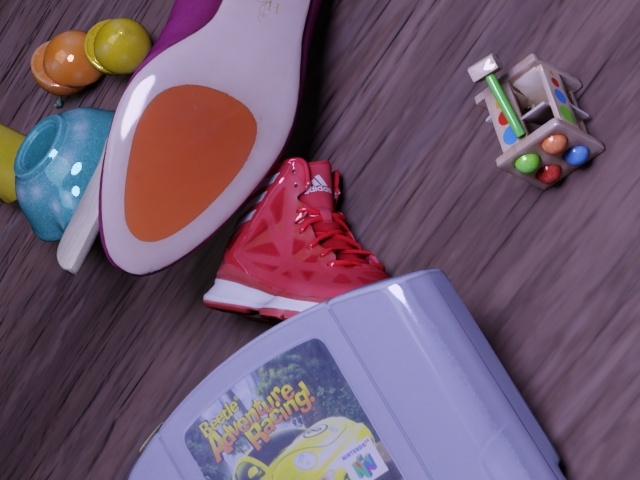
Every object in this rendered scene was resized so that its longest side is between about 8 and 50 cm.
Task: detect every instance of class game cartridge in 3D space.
[{"bbox_3d":[0.002,0.153,0.962,0.294,0.060,0.196,-39,72,31],"label":"game cartridge"}]

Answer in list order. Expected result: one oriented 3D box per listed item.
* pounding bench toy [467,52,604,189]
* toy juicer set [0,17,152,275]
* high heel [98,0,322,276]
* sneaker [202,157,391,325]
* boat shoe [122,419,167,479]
[{"bbox_3d":[0.131,-0.077,0.944,0.052,0.083,0.065,-36,50,32],"label":"pounding bench toy"},{"bbox_3d":[-0.196,-0.092,1.311,0.209,0.089,0.329,-55,33,-2],"label":"toy juicer set"},{"bbox_3d":[-0.071,-0.144,1.155,0.377,0.127,0.181,-61,11,-6],"label":"high heel"},{"bbox_3d":[0.000,0.000,1.056,0.221,0.087,0.128,5,80,47],"label":"sneaker"},{"bbox_3d":[-0.140,0.227,1.129,0.228,0.068,0.081,-58,42,14],"label":"boat shoe"}]
